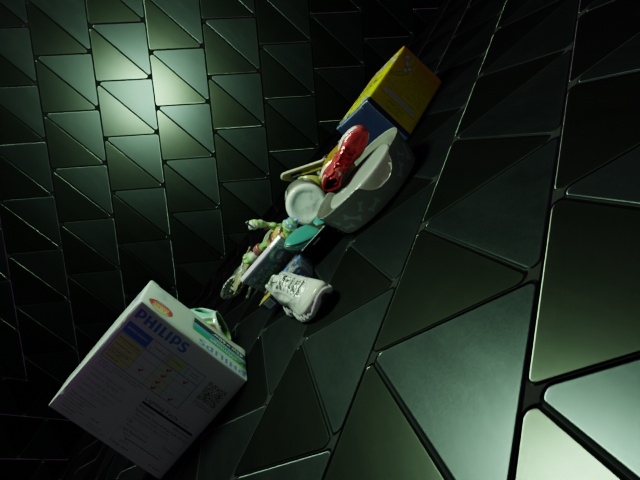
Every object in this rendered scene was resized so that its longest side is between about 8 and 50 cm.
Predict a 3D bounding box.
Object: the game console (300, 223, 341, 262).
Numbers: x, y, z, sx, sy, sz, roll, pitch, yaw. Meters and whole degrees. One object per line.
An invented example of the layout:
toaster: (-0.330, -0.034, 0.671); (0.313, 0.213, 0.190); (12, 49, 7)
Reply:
game console: (0.000, 0.000, 1.742); (0.122, 0.107, 0.071); (-48, 40, 11)

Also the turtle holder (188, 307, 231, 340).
turtle holder: (-0.416, 0.345, 1.896); (0.227, 0.243, 0.320); (-29, -18, -3)

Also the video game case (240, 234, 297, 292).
video game case: (-0.142, 0.085, 1.821); (0.190, 0.173, 0.022); (-48, 52, 7)

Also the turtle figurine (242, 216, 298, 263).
turtle figurine: (-0.207, 0.031, 2.045); (0.266, 0.198, 0.274); (-55, 5, 38)

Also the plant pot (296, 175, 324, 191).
plant pot: (-0.039, -0.216, 2.452); (0.134, 0.134, 0.095); (157, 118, -65)

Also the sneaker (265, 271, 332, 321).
sneaker: (-0.063, 0.134, 1.443); (0.110, 0.118, 0.292); (-52, 13, -19)

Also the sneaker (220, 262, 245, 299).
sneaker: (-0.373, 0.182, 2.551); (0.234, 0.078, 0.106); (-55, 7, -29)

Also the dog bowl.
dog bowl: (0.138, -0.168, 1.667); (0.349, 0.102, 0.349); (-48, 11, 13)

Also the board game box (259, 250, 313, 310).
board game box: (-0.090, 0.111, 1.749); (0.194, 0.060, 0.194); (-45, 12, 25)

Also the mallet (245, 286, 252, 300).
mallet: (-0.286, 0.190, 2.299); (0.062, 0.039, 0.189); (-44, 17, 32)

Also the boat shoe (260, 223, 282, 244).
boat shoe: (-0.226, 0.023, 2.465); (0.233, 0.084, 0.079); (-58, 14, -21)

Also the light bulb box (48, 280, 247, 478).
light bulb box: (-0.447, 0.369, 1.538); (0.361, 0.358, 0.225); (-49, 14, 2)

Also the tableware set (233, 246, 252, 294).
tableware set: (-0.320, 0.134, 2.407); (0.194, 0.039, 0.128); (-62, 20, 21)

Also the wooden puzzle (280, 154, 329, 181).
wooden puzzle: (-0.025, -0.301, 2.468); (0.239, 0.044, 0.221); (-20, -8, 26)

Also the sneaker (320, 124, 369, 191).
sneaker: (0.077, -0.234, 1.703); (0.221, 0.087, 0.128); (-57, 15, 29)

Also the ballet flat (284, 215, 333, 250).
ballet flat: (-0.015, -0.022, 1.800); (0.083, 0.087, 0.247); (20, 50, 36)

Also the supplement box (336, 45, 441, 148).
supplement box: (0.247, -0.483, 2.011); (0.194, 0.195, 0.356); (-34, 19, 53)

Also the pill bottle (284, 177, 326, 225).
pill bottle: (-0.060, -0.160, 2.222); (0.162, 0.162, 0.278); (-49, 12, 7)

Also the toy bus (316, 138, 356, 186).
toy bus: (0.083, -0.295, 2.194); (0.108, 0.130, 0.332); (-44, 13, 24)
